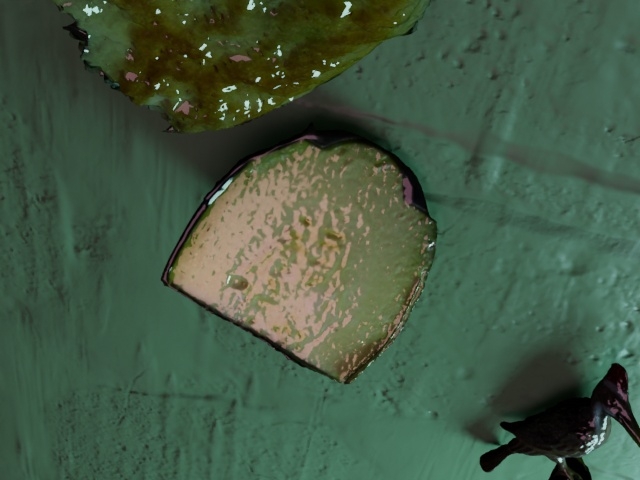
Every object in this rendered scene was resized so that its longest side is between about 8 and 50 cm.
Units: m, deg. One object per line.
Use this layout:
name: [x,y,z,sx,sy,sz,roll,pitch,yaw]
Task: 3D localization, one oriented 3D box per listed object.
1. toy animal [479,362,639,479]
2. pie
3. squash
toy animal: [0.223,0.174,0.813,0.105,0.070,0.202,35,138,11]
pie: [-0.082,-0.179,0.512,0.297,0.078,0.371,-8,153,23]
squash: [-0.004,-0.005,0.732,0.192,0.085,0.184,32,103,-15]
